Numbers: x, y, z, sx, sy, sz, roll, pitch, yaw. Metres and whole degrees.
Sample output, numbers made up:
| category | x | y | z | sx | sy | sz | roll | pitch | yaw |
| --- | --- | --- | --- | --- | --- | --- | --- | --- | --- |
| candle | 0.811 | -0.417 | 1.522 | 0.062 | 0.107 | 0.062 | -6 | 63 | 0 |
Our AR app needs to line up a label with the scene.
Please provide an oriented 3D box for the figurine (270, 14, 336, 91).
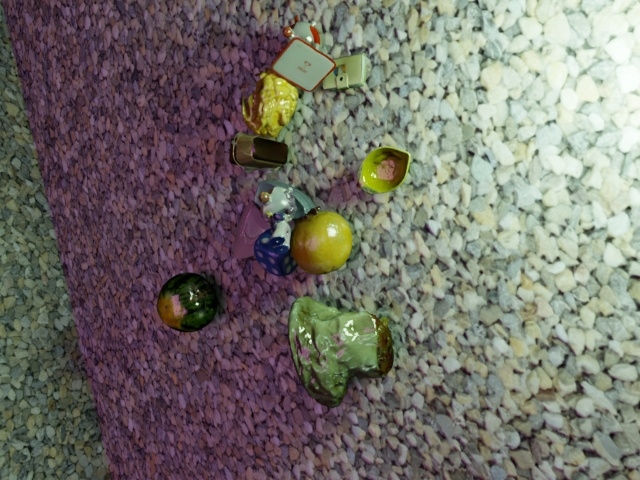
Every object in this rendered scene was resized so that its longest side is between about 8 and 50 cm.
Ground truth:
| category | x | y | z | sx | sy | sz | roll | pitch | yaw |
| --- | --- | --- | --- | --- | --- | --- | --- | --- | --- |
| figurine | -0.065 | -0.684 | 1.423 | 0.160 | 0.183 | 0.226 | -30 | 53 | 42 |

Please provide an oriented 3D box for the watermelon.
| category | x | y | z | sx | sy | sz | roll | pitch | yaw |
| --- | --- | --- | --- | --- | --- | --- | --- | --- | --- |
| watermelon | -0.593 | 0.280 | 1.821 | 0.268 | 0.269 | 0.269 | 4 | 98 | 31 |

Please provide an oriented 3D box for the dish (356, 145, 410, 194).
| category | x | y | z | sx | sy | sz | roll | pitch | yaw |
| --- | --- | --- | --- | --- | --- | --- | --- | --- | --- |
| dish | 0.217 | -0.232 | 1.363 | 0.207 | 0.080 | 0.149 | -27 | 85 | 30 |

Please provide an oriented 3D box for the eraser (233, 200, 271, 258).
| category | x | y | z | sx | sy | sz | roll | pitch | yaw |
| --- | --- | --- | --- | --- | --- | --- | --- | --- | --- |
| eraser | -0.297 | -0.012 | 1.713 | 0.204 | 0.059 | 0.243 | 47 | 112 | 19 |

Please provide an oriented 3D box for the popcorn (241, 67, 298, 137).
| category | x | y | z | sx | sy | sz | roll | pitch | yaw |
| --- | --- | --- | --- | --- | --- | --- | --- | --- | --- |
| popcorn | -0.188 | -0.493 | 1.502 | 0.189 | 0.250 | 0.250 | 19 | 109 | -9 |

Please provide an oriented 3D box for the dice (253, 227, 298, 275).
| category | x | y | z | sx | sy | sz | roll | pitch | yaw |
| --- | --- | --- | --- | --- | --- | --- | --- | --- | --- |
| dice | -0.160 | 0.044 | 1.562 | 0.146 | 0.143 | 0.147 | 21 | 143 | 27 |

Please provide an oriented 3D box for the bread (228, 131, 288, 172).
| category | x | y | z | sx | sy | sz | roll | pitch | yaw |
| --- | --- | --- | --- | --- | --- | --- | --- | --- | --- |
| bread | -0.247 | -0.328 | 1.558 | 0.211 | 0.224 | 0.143 | 4 | 91 | 46 |

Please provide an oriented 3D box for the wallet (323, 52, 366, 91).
| category | x | y | z | sx | sy | sz | roll | pitch | yaw |
| --- | --- | --- | --- | --- | --- | --- | --- | --- | --- |
| wallet | 0.084 | -0.585 | 1.428 | 0.155 | 0.039 | 0.111 | 3 | 94 | 31 |

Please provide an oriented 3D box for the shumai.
| category | x | y | z | sx | sy | sz | roll | pitch | yaw |
| --- | --- | --- | --- | --- | --- | --- | --- | --- | --- |
| shumai | 0.084 | 0.355 | 1.406 | 0.323 | 0.324 | 0.398 | -20 | 90 | 17 |

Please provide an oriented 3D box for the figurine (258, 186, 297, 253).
| category | x | y | z | sx | sy | sz | roll | pitch | yaw |
| --- | --- | --- | --- | --- | --- | --- | --- | --- | --- |
| figurine | -0.146 | -0.087 | 1.421 | 0.133 | 0.274 | 0.194 | -18 | 113 | 6 |

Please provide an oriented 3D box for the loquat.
| category | x | y | z | sx | sy | sz | roll | pitch | yaw |
| --- | --- | --- | --- | --- | --- | --- | --- | --- | --- |
| loquat | 0.000 | 0.000 | 1.438 | 0.243 | 0.243 | 0.244 | 4 | 98 | 31 |

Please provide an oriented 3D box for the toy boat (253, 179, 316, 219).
| category | x | y | z | sx | sy | sz | roll | pitch | yaw |
| --- | --- | --- | --- | --- | --- | --- | --- | --- | --- |
| toy boat | -0.136 | -0.150 | 1.591 | 0.282 | 0.078 | 0.127 | 27 | 105 | 28 |
